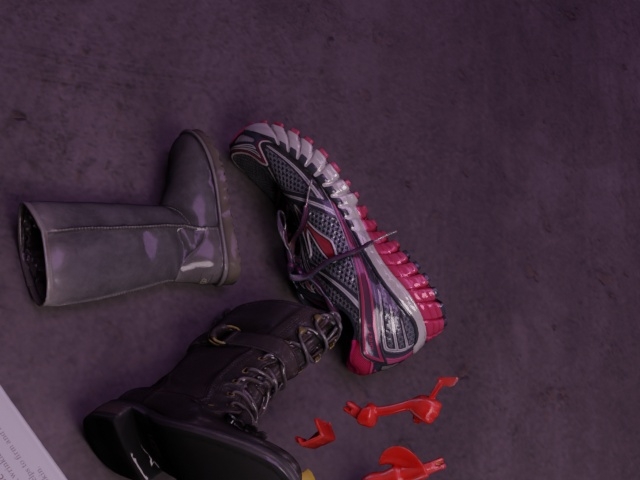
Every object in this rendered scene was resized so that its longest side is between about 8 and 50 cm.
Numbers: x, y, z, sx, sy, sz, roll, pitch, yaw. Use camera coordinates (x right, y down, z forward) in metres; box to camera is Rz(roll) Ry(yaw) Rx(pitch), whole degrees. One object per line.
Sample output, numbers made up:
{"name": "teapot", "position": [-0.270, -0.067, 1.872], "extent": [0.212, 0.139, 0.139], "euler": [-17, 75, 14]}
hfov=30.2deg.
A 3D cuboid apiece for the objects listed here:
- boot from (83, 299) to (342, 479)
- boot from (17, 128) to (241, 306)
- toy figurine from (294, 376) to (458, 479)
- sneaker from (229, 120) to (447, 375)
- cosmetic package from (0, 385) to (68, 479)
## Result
{"name": "boot", "position": [-0.058, 0.125, 1.028], "extent": [0.229, 0.263, 0.091], "euler": [-36, 122, -37]}
{"name": "boot", "position": [-0.191, -0.027, 1.150], "extent": [0.208, 0.076, 0.190], "euler": [-3, 60, -27]}
{"name": "toy figurine", "position": [0.126, 0.313, 1.048], "extent": [0.363, 0.191, 0.217], "euler": [64, 9, 19]}
{"name": "sneaker", "position": [0.000, 0.000, 1.222], "extent": [0.112, 0.121, 0.299], "euler": [-36, 74, -12]}
{"name": "cosmetic package", "position": [-0.303, 0.205, 0.859], "extent": [0.183, 0.151, 0.151], "euler": [-31, 81, -41]}
